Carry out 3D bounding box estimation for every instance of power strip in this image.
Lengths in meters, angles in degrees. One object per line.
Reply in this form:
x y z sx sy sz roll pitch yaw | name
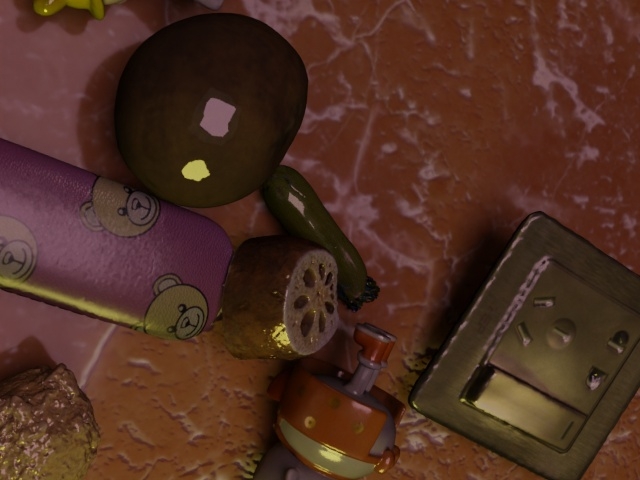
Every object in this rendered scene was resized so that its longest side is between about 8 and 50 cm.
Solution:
0.246 0.122 1.072 0.257 0.092 0.251 30 89 -25 | power strip

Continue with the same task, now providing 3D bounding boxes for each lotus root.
-0.039 0.057 0.914 0.112 0.081 0.122 -17 109 -52 | lotus root

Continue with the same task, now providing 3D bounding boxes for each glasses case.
-0.224 -0.003 0.848 0.316 0.076 0.123 22 82 -25 | glasses case

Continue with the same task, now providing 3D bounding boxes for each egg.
-0.251 0.172 0.825 0.116 0.118 0.140 24 74 -8 | egg

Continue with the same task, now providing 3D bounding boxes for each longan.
-0.096 -0.117 0.856 0.187 0.167 0.167 -35 107 -23 | longan

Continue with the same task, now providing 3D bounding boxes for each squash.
0.000 0.000 0.972 0.052 0.052 0.183 -41 112 -17 | squash

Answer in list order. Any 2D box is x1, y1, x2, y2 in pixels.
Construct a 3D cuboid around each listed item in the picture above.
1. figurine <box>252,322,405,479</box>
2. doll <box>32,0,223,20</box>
0.007 0.212 0.944 0.143 0.143 0.271 12 87 -26 | figurine
-0.148 -0.259 0.857 0.241 0.099 0.135 -21 102 -20 | doll
